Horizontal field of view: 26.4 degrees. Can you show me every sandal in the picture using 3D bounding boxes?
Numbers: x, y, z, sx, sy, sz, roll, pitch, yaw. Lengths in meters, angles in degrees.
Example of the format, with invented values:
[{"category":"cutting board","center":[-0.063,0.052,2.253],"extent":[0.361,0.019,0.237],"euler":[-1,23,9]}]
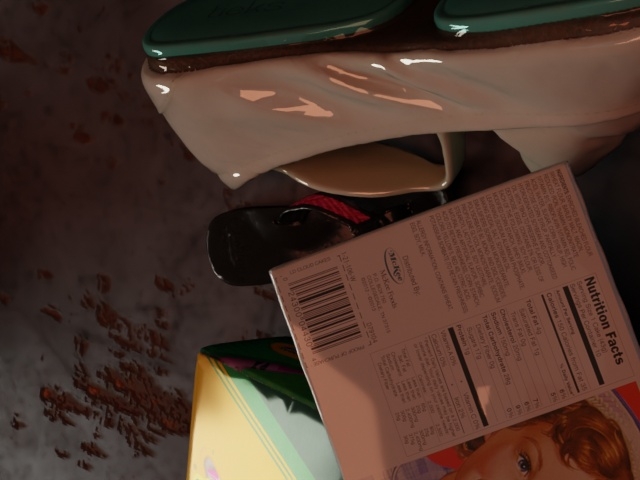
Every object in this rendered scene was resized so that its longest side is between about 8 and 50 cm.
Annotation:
[{"category":"sandal","center":[0.000,0.000,0.832],"extent":[0.179,0.040,0.067],"euler":[-10,93,29]}]

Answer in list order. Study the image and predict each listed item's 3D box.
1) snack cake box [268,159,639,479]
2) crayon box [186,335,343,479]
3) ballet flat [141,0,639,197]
[{"category":"snack cake box","center":[0.092,0.113,0.654],"extent":[0.152,0.089,0.264],"euler":[-20,84,1]},{"category":"crayon box","center":[-0.008,0.214,0.816],"extent":[0.165,0.081,0.279],"euler":[19,108,49]},{"category":"ballet flat","center":[0.079,-0.090,0.733],"extent":[0.400,0.139,0.139],"euler":[-3,96,36]}]
